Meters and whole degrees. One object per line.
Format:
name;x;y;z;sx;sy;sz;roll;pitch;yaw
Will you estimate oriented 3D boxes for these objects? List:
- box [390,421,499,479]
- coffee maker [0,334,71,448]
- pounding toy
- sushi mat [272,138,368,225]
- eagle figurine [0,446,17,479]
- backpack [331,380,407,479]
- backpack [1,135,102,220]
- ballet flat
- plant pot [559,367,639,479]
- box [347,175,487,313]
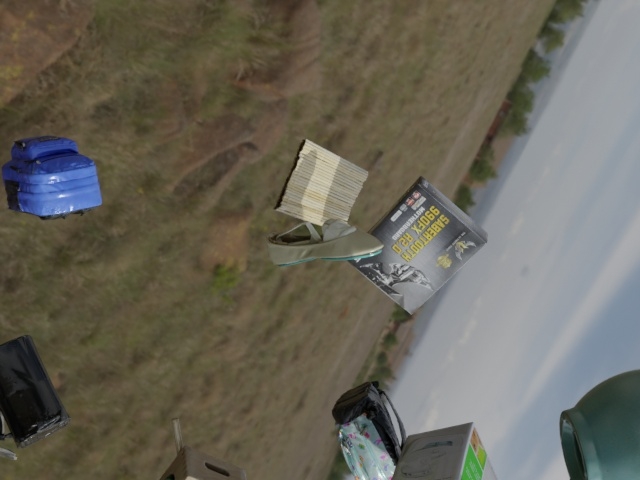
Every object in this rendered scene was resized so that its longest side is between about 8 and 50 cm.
box;0.206;0.454;1.191;0.126;0.262;0.231;-20;-170;23
coffee maker;-0.529;0.266;1.424;0.120;0.178;0.171;-21;167;-47
pounding toy;-0.194;0.368;1.191;0.130;0.141;0.100;-53;-156;13
sushi mat;0.009;-0.106;1.636;0.316;0.019;0.152;16;96;-63
eagle figurine;-0.611;0.306;1.231;0.226;0.225;0.299;-45;127;-48
backpack;0.093;0.372;1.477;0.115;0.182;0.152;-23;-178;16
backpack;-0.334;-0.076;0.976;0.097;0.120;0.101;-21;115;-35
ballet flat;0.000;0.000;1.481;0.086;0.248;0.086;19;67;-54
plant pot;0.570;0.393;1.487;0.293;0.196;0.293;-10;90;-89
box;0.194;0.013;1.599;0.231;0.183;0.056;-47;-175;27
